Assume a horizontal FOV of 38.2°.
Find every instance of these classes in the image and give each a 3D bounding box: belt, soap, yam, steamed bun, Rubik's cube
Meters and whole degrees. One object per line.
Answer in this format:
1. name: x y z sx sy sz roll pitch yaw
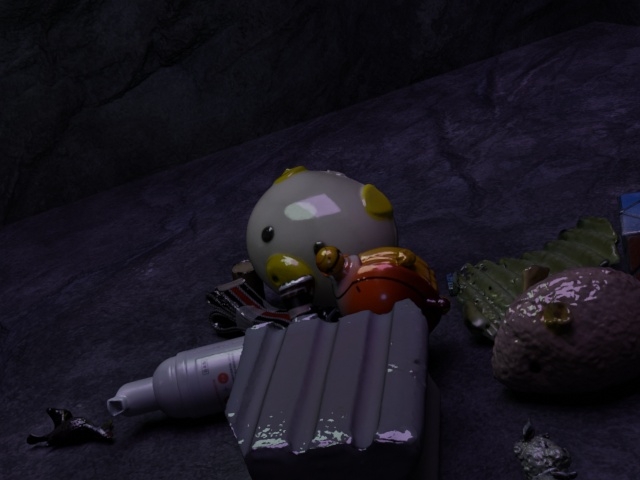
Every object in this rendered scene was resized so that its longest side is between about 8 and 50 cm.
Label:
1. belt: -0.134 0.185 2.144 0.094 0.126 0.359 -20 27 -37
2. soap: 0.029 0.311 1.603 0.350 0.213 0.435 -8 23 9
3. yam: -0.177 0.118 2.309 0.084 0.127 0.084 -9 25 4
4. steamed bun: 0.003 -0.001 2.196 0.374 0.334 0.334 15 34 24
5. Rubik's cube: 0.715 0.020 1.859 0.205 0.207 0.205 -9 24 18

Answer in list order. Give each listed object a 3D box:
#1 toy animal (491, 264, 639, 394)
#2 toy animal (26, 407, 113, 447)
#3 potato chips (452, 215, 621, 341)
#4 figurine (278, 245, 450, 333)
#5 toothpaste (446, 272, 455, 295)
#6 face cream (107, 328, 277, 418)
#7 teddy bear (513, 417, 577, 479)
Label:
1. toy animal: 0.479 0.158 1.654 0.358 0.226 0.188 -15 23 2
2. toy animal: -0.519 0.403 1.957 0.202 0.070 0.105 1 38 24
3. potato chips: 0.474 0.082 2.000 0.373 0.097 0.389 -21 22 16
4. figurine: 0.106 0.134 1.863 0.323 0.320 0.196 -27 37 20
5. toothpaste: 0.307 0.103 2.168 0.017 0.020 0.083 -8 23 5
6. face cream: -0.251 0.292 1.911 0.370 0.145 0.145 -13 22 2
7. teddy bear: 0.358 0.375 1.386 0.133 0.111 0.213 21 14 -33
